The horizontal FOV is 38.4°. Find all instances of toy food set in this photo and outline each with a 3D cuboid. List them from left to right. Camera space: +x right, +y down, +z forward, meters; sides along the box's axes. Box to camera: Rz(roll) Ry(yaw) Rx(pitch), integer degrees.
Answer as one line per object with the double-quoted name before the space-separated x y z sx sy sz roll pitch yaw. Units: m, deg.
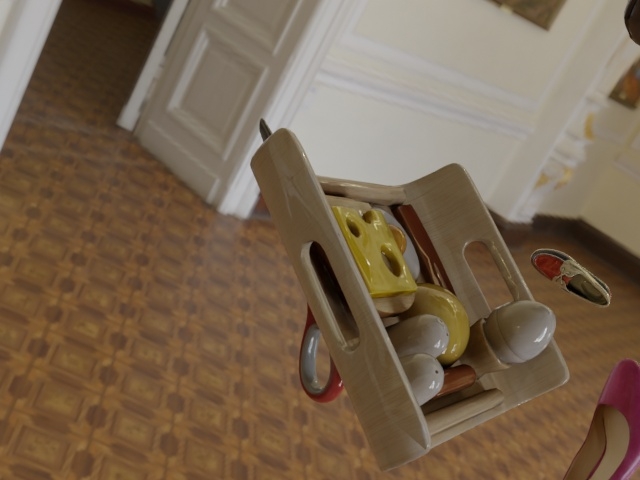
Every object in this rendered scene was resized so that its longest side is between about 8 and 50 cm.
"toy food set" 0.085 0.029 0.681 0.306 0.092 0.220 2 61 -61

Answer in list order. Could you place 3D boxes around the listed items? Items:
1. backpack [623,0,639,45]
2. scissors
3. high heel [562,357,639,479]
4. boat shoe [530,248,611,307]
"backpack" 0.454 -0.300 0.842 0.290 0.356 0.273 20 -6 4
"scissors" 0.000 0.000 0.804 0.021 0.109 0.297 7 63 -36
"high heel" 0.340 0.266 1.148 0.117 0.244 0.082 8 8 -29
"boat shoe" 0.385 0.059 1.415 0.137 0.049 0.043 32 24 4
